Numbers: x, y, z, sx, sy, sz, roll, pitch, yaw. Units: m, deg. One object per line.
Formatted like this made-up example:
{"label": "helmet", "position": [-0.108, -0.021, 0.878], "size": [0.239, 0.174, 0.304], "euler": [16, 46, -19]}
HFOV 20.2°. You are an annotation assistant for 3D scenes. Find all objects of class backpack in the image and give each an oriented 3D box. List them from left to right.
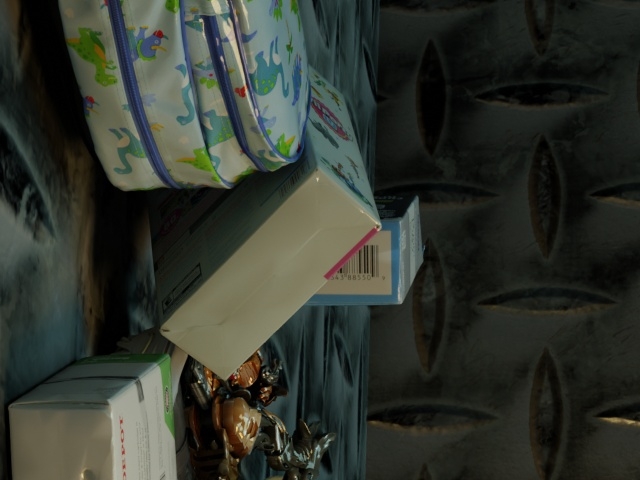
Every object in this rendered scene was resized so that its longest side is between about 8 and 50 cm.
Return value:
{"label": "backpack", "position": [-0.132, -0.207, 1.591], "size": [0.290, 0.273, 0.356], "euler": [-90, -173, -55]}

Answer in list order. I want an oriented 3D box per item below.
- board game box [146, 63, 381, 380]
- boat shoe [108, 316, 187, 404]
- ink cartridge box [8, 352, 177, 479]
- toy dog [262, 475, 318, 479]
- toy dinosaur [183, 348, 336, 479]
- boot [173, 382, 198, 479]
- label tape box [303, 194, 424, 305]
{"label": "board game box", "position": [-0.064, -0.037, 1.776], "size": [0.097, 0.224, 0.303], "euler": [39, 18, -25]}
{"label": "boat shoe", "position": [-0.171, 0.120, 1.745], "size": [0.226, 0.075, 0.083], "euler": [-82, -169, -59]}
{"label": "ink cartridge box", "position": [-0.191, 0.194, 1.544], "size": [0.219, 0.092, 0.160], "euler": [-32, 121, -80]}
{"label": "toy dog", "position": [0.101, 0.489, 2.551], "size": [0.408, 0.395, 0.285], "euler": [44, 36, -66]}
{"label": "toy dinosaur", "position": [-0.112, 0.221, 2.068], "size": [0.218, 0.164, 0.322], "euler": [55, 51, -50]}
{"label": "boot", "position": [-0.166, 0.267, 1.803], "size": [0.263, 0.091, 0.229], "euler": [-78, 160, -71]}
{"label": "label tape box", "position": [0.000, 0.000, 2.327], "size": [0.348, 0.249, 0.115], "euler": [-54, 142, -76]}
